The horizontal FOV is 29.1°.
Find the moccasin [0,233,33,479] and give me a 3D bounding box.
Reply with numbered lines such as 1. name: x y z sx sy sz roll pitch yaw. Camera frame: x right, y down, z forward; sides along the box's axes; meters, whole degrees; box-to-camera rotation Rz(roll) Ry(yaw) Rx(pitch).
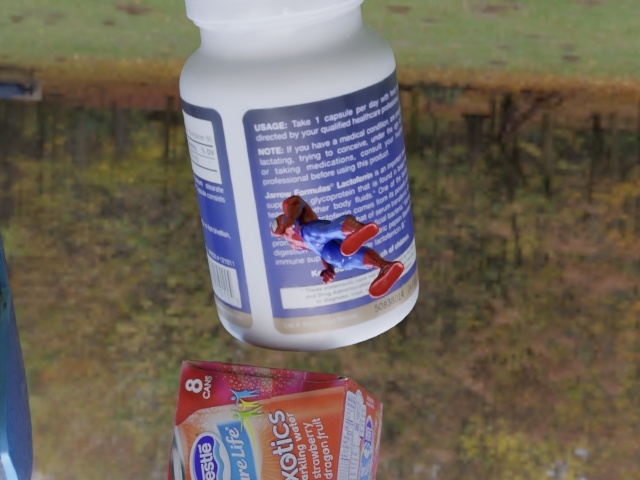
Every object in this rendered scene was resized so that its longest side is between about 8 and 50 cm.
1. moccasin: -0.304 0.094 1.005 0.116 0.138 0.342 -10 -150 -14

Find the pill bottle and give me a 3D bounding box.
1. pill bottle: -0.017 -0.068 0.873 0.153 0.265 0.153 -6 -159 3

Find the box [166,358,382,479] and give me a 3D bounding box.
1. box: -0.028 0.170 0.946 0.122 0.128 0.257 5 170 10

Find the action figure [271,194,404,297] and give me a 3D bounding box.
1. action figure: 0.000 0.000 0.574 0.030 0.038 0.115 -42 -160 -8
